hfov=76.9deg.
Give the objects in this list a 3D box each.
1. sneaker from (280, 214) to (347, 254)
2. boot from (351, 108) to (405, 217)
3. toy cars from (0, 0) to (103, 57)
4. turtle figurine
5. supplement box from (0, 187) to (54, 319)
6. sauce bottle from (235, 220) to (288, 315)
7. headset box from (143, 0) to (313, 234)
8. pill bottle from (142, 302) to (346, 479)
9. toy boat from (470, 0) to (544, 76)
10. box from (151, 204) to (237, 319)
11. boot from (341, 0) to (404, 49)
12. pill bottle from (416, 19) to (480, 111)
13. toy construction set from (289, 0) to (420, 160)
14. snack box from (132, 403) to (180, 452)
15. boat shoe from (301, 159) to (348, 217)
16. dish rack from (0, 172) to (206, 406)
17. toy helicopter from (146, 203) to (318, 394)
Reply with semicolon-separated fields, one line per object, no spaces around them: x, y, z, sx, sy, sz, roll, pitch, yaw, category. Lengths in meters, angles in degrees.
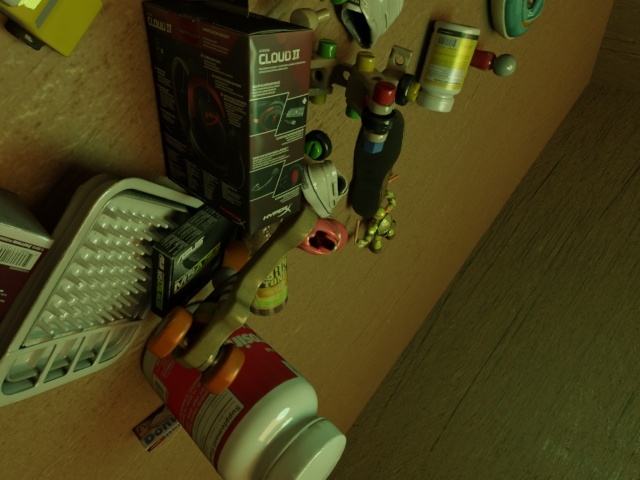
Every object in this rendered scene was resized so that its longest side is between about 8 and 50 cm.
0.000;0.000;1.006;0.313;0.136;0.116;14;107;-58;sneaker
0.158;-0.218;1.093;0.115;0.112;0.306;-51;159;-50;boot
-0.297;-0.344;0.324;0.176;0.087;0.394;-33;142;-35;toy cars
0.198;-0.058;1.276;0.270;0.087;0.217;-59;157;-18;turtle figurine
-0.427;0.059;0.462;0.240;0.130;0.073;-56;150;-1;supplement box
-0.129;0.020;0.868;0.111;0.111;0.345;-35;142;-32;sauce bottle
-0.130;-0.191;0.570;0.110;0.218;0.294;-31;140;-40;headset box
-0.156;0.322;0.812;0.229;0.407;0.229;-36;143;-32;pill bottle
0.584;-0.660;1.223;0.267;0.148;0.319;10;109;-57;toy boat
-0.219;0.026;0.720;0.191;0.045;0.184;-51;172;-46;box
0.082;-0.475;0.731;0.124;0.095;0.258;-59;150;-7;boot
0.333;-0.462;1.077;0.119;0.119;0.209;-24;136;-42;pill bottle
0.053;-0.328;0.734;0.237;0.257;0.309;-46;133;-38;toy construction set
-0.346;0.409;0.956;0.178;0.064;0.022;-36;145;-31;snack box
0.016;-0.119;0.892;0.088;0.096;0.267;-19;168;7;boat shoe
-0.322;0.054;0.598;0.333;0.072;0.285;-58;171;1;dish rack
-0.136;0.074;0.724;0.140;0.235;0.355;42;93;-17;toy helicopter
